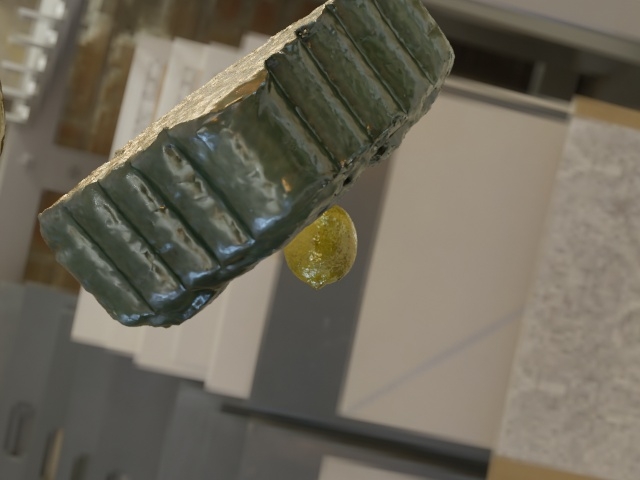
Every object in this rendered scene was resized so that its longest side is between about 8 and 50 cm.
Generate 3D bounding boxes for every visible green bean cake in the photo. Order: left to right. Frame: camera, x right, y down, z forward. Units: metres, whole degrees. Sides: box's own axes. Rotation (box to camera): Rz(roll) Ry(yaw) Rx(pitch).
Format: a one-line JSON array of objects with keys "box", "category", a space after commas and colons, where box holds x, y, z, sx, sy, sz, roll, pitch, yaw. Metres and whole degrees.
[{"box": [-0.033, -0.049, 0.836, 0.185, 0.094, 0.183, -35, 7, 45], "category": "green bean cake"}]

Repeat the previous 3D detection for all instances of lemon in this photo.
[{"box": [0.000, 0.000, 1.332, 0.062, 0.062, 0.083, 160, 116, -68], "category": "lemon"}]

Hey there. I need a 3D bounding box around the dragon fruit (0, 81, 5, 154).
[{"box": [-0.172, -0.017, 0.406, 0.207, 0.150, 0.133, -49, -15, -18], "category": "dragon fruit"}]
